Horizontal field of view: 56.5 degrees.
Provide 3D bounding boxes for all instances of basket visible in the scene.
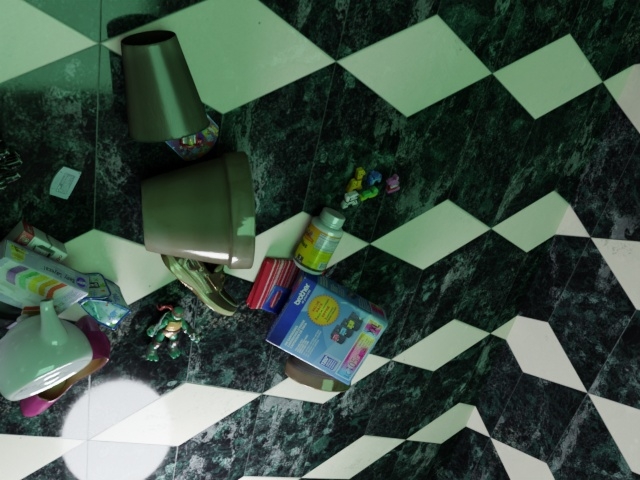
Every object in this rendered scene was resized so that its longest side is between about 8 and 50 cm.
[{"bbox_3d":[-0.388,-0.373,1.432,0.204,0.154,0.227,-10,124,-5],"label":"basket"}]

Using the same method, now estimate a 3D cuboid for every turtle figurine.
[{"bbox_3d":[-0.469,0.286,1.886,0.175,0.118,0.234,12,130,-25],"label":"turtle figurine"}]

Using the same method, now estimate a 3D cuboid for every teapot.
[{"bbox_3d":[-0.731,0.279,1.534,0.255,0.187,0.252,-31,171,-7],"label":"teapot"}]

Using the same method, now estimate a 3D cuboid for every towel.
[{"bbox_3d":[-0.117,0.153,2.104,0.274,0.031,0.199,6,115,-41],"label":"towel"}]

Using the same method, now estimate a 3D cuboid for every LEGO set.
[{"bbox_3d":[0.157,-0.198,1.996,0.227,0.087,0.093,-21,147,-23],"label":"LEGO set"}]

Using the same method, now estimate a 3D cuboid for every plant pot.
[{"bbox_3d":[-0.334,-0.076,1.610,0.280,0.323,0.323,-3,124,-15],"label":"plant pot"},{"bbox_3d":[0.014,0.420,2.265,0.262,0.263,0.230,9,99,-40],"label":"plant pot"}]

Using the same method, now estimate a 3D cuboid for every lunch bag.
[{"bbox_3d":[-0.624,0.159,1.668,0.096,0.129,0.151,-49,134,4],"label":"lunch bag"}]

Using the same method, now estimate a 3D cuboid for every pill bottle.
[{"bbox_3d":[0.000,0.000,2.011,0.117,0.117,0.215,12,114,-41],"label":"pill bottle"}]

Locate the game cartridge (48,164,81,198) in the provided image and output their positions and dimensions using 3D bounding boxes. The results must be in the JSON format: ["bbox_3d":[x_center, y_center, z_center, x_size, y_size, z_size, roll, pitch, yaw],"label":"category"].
[{"bbox_3d":[-0.648,-0.148,1.504,0.056,0.017,0.083,20,108,-47],"label":"game cartridge"}]

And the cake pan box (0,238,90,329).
[{"bbox_3d":[-0.777,0.129,1.525,0.266,0.070,0.245,-30,138,18],"label":"cake pan box"}]

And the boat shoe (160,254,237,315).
[{"bbox_3d":[-0.344,0.111,1.847,0.123,0.123,0.342,-41,130,-2],"label":"boat shoe"}]

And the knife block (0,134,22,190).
[{"bbox_3d":[-0.830,-0.154,1.334,0.275,0.242,0.088,5,130,15],"label":"knife block"}]

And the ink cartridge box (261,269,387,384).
[{"bbox_3d":[-0.007,0.277,2.058,0.395,0.151,0.270,30,100,-6],"label":"ink cartridge box"}]

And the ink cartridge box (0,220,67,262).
[{"bbox_3d":[-0.741,0.027,1.536,0.099,0.056,0.135,-46,136,2],"label":"ink cartridge box"}]

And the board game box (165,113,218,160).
[{"bbox_3d":[-0.346,-0.287,1.606,0.133,0.033,0.169,-43,136,-1],"label":"board game box"}]

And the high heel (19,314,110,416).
[{"bbox_3d":[-0.746,0.405,1.724,0.127,0.181,0.377,24,105,-44],"label":"high heel"}]
